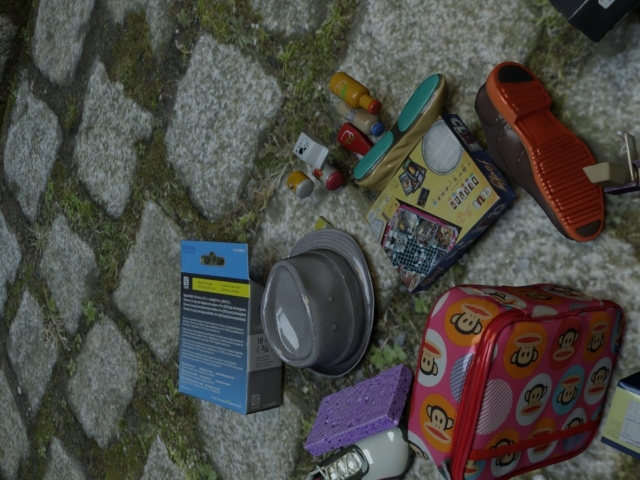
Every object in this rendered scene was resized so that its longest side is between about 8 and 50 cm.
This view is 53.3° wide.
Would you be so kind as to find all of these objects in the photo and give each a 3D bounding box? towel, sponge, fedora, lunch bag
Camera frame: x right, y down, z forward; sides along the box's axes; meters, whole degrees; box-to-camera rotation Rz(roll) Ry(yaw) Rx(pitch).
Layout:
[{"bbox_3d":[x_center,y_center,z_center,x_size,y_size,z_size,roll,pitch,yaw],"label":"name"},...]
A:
[{"bbox_3d":[0.000,0.000,1.220,0.060,0.009,0.083,45,119,33],"label":"towel"},{"bbox_3d":[0.064,0.292,1.095,0.031,0.117,0.210,44,130,-13],"label":"sponge"},{"bbox_3d":[-0.025,0.118,1.157,0.243,0.124,0.276,-2,92,43],"label":"fedora"},{"bbox_3d":[0.242,0.187,0.795,0.120,0.292,0.259,26,110,51],"label":"lunch bag"}]

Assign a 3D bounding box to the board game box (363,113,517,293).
[{"bbox_3d":[0.176,-0.052,0.997,0.165,0.042,0.243,62,139,25],"label":"board game box"}]

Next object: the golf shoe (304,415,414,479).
[{"bbox_3d":[0.055,0.400,1.097,0.273,0.120,0.105,-53,55,29],"label":"golf shoe"}]

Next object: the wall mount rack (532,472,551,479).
[{"bbox_3d":[0.430,0.367,0.728,0.350,0.130,0.304,-41,63,35],"label":"wall mount rack"}]

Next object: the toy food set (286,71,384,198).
[{"bbox_3d":[0.037,-0.161,1.113,0.104,0.111,0.232,44,116,35],"label":"toy food set"}]

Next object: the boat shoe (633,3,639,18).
[{"bbox_3d":[0.457,-0.258,0.712,0.103,0.118,0.320,-49,53,17],"label":"boat shoe"}]

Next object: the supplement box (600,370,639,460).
[{"bbox_3d":[0.399,0.216,0.788,0.056,0.083,0.083,21,104,42],"label":"supplement box"}]

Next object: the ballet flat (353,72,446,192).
[{"bbox_3d":[0.145,-0.170,1.045,0.232,0.073,0.080,-49,25,33],"label":"ballet flat"}]

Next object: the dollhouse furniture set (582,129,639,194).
[{"bbox_3d":[0.380,-0.110,0.787,0.090,0.114,0.081,-13,77,45],"label":"dollhouse furniture set"}]

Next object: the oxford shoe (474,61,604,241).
[{"bbox_3d":[0.303,-0.114,0.895,0.098,0.096,0.272,125,127,-64],"label":"oxford shoe"}]

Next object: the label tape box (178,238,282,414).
[{"bbox_3d":[-0.190,0.168,1.336,0.240,0.105,0.334,3,92,44],"label":"label tape box"}]

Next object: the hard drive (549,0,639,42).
[{"bbox_3d":[0.339,-0.415,0.761,0.237,0.064,0.339,-49,32,31],"label":"hard drive"}]
